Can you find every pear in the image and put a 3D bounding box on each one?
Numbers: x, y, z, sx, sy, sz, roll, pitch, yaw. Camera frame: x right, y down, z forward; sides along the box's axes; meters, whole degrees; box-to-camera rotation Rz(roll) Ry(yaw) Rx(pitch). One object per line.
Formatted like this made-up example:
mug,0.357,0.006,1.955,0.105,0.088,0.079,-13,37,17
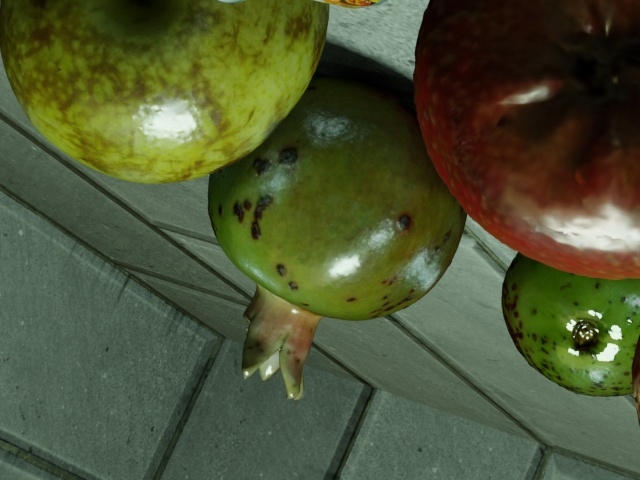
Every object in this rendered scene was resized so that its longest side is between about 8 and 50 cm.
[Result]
pear,-0.125,-0.179,1.406,0.284,0.283,0.283,23,168,5

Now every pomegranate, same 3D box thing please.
pomegranate,-0.011,-0.020,1.786,0.291,0.323,0.291,41,-167,-12
pomegranate,0.304,0.051,1.817,0.214,0.214,0.248,22,-158,11

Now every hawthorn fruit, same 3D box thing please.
hawthorn fruit,0.193,-0.100,1.161,0.275,0.275,0.299,25,166,-4

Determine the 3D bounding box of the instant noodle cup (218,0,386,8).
instant noodle cup,0.003,-0.235,1.197,0.126,0.208,0.177,16,134,-34

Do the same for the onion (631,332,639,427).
onion,0.465,0.101,1.517,0.348,0.347,0.385,18,-155,28
